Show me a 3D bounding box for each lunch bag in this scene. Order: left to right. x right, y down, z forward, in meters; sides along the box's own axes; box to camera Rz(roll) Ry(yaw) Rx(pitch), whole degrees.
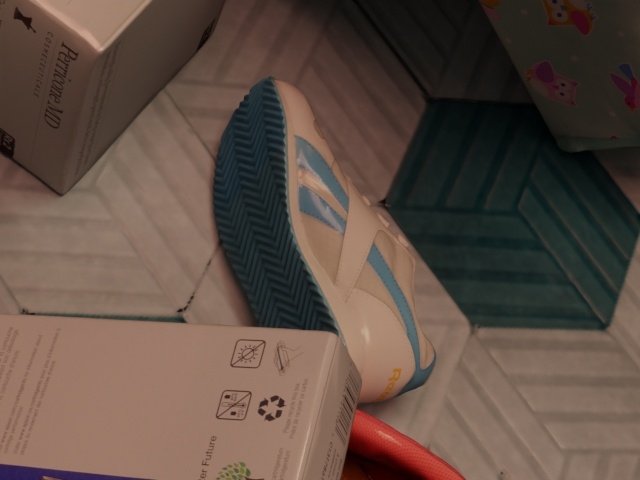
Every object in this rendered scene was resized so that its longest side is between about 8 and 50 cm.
[{"bbox_3d":[0.226,-0.224,1.050,0.262,0.160,0.223,-55,127,-28],"label":"lunch bag"}]

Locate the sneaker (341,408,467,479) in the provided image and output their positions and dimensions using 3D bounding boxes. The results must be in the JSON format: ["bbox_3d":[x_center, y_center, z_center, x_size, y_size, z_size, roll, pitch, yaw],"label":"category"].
[{"bbox_3d":[0.071,0.201,0.846,0.314,0.136,0.116,38,61,4],"label":"sneaker"}]

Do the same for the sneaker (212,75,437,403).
[{"bbox_3d":[0.000,0.000,0.964,0.092,0.087,0.228,2,60,-39],"label":"sneaker"}]

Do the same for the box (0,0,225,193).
[{"bbox_3d":[-0.140,-0.158,0.935,0.119,0.181,0.182,36,60,2],"label":"box"}]

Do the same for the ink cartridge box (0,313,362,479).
[{"bbox_3d":[-0.155,0.122,0.806,0.333,0.065,0.165,3,59,20],"label":"ink cartridge box"}]
